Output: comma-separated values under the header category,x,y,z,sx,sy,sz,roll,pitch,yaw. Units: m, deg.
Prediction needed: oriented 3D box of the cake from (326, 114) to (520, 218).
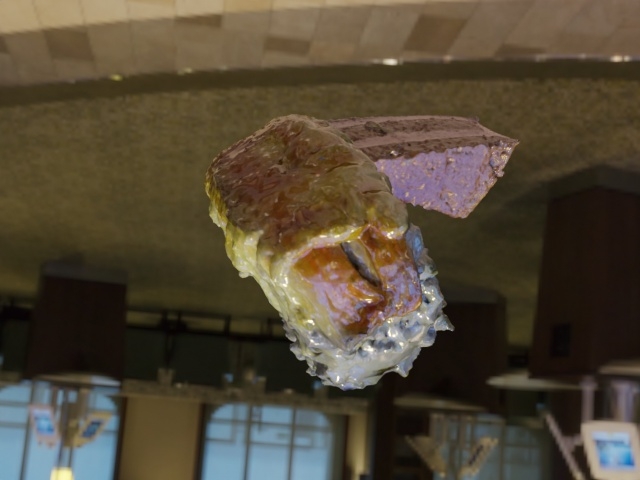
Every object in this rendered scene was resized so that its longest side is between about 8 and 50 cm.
category,x,y,z,sx,sy,sz,roll,pitch,yaw
cake,0.085,-0.093,1.302,0.295,0.112,0.116,1,-151,-25

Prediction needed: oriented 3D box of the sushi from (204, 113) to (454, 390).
category,x,y,z,sx,sy,sz,roll,pitch,yaw
sushi,0.000,0.000,0.867,0.139,0.274,0.184,-30,123,-1
